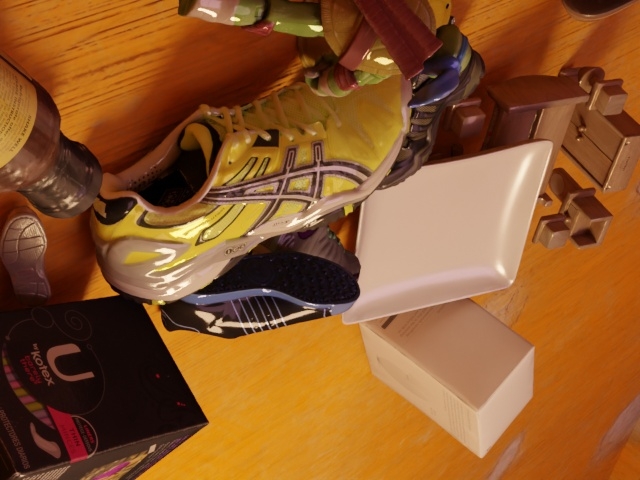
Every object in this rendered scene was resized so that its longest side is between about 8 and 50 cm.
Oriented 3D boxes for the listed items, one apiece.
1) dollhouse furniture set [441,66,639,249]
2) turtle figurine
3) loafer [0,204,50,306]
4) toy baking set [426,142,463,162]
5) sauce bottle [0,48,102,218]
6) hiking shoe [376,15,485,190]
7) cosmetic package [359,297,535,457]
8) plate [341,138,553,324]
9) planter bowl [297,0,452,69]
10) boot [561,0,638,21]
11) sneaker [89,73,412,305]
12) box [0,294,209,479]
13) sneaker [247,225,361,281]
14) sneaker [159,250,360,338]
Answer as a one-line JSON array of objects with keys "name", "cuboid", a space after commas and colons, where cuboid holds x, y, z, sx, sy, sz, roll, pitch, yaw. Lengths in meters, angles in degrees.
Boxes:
[{"name": "dollhouse furniture set", "cuboid": [0.268, -0.127, 2.059, 0.355, 0.174, 0.303, -10, 133, -28]}, {"name": "turtle figurine", "cuboid": [0.008, -0.245, 1.366, 0.266, 0.275, 0.198, 19, 142, -22]}, {"name": "loafer", "cuboid": [-0.282, 0.010, 1.357, 0.045, 0.039, 0.125, -8, 136, -11]}, {"name": "toy baking set", "cuboid": [0.139, -0.046, 1.990, 0.197, 0.030, 0.256, -39, 151, -27]}, {"name": "sauce bottle", "cuboid": [-0.278, -0.102, 1.129, 0.111, 0.111, 0.344, -52, 153, -4]}, {"name": "hiking shoe", "cuboid": [0.104, -0.169, 1.743, 0.227, 0.086, 0.114, -55, 141, -10]}, {"name": "cosmetic package", "cuboid": [0.193, 0.178, 2.121, 0.138, 0.224, 0.224, -46, 158, -14]}, {"name": "plate", "cuboid": [0.161, -0.019, 1.924, 0.278, 0.045, 0.277, -12, 137, -21]}, {"name": "planter bowl", "cuboid": [0.081, -0.253, 1.568, 0.217, 0.090, 0.217, -40, 152, -27]}, {"name": "boot", "cuboid": [0.438, -0.377, 2.005, 0.305, 0.112, 0.115, -41, 162, -29]}, {"name": "sneaker", "cuboid": [-0.060, -0.081, 1.447, 0.384, 0.145, 0.147, -36, 148, -17]}, {"name": "box", "cuboid": [-0.268, 0.164, 1.376, 0.143, 0.165, 0.270, -40, 163, 29]}, {"name": "sneaker", "cuboid": [0.000, 0.000, 1.761, 0.223, 0.083, 0.098, 7, 112, -60]}, {"name": "sneaker", "cuboid": [-0.073, 0.069, 1.650, 0.232, 0.081, 0.090, 4, 139, -20]}]
